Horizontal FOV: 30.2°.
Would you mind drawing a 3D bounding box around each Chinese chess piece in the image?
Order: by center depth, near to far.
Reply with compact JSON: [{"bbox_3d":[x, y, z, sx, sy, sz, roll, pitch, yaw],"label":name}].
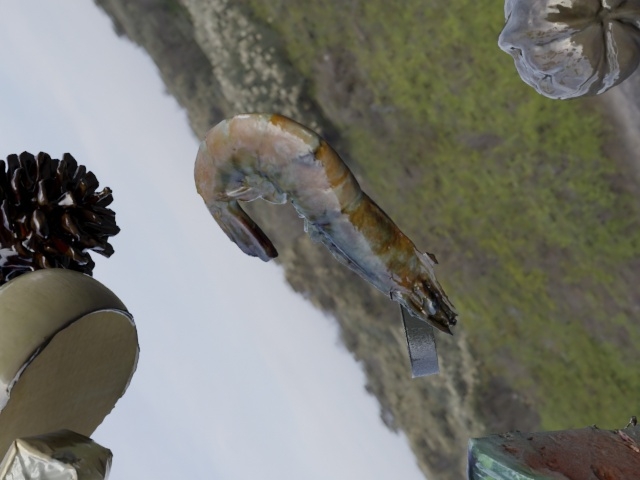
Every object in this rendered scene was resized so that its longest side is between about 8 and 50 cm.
[{"bbox_3d":[-0.321,0.153,1.365,0.103,0.250,0.250,30,169,24],"label":"Chinese chess piece"}]

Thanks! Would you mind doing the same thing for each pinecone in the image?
[{"bbox_3d":[-0.395,-0.002,1.522,0.246,0.292,0.246,-21,-90,-76],"label":"pinecone"}]

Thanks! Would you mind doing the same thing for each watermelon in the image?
[{"bbox_3d":[0.293,0.275,1.260,0.224,0.305,0.180,-42,52,50],"label":"watermelon"}]

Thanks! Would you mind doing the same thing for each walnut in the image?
[{"bbox_3d":[0.339,-0.295,1.611,0.224,0.224,0.224,55,180,0],"label":"walnut"}]

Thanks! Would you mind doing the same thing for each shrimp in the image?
[{"bbox_3d":[0.000,0.000,1.106,0.296,0.169,0.058,47,-133,-19],"label":"shrimp"}]

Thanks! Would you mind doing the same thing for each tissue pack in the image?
[{"bbox_3d":[-0.277,0.279,1.145,0.090,0.186,0.222,23,175,0],"label":"tissue pack"}]

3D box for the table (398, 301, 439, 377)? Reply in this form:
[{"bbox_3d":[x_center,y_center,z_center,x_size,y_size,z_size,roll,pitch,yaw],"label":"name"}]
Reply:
[{"bbox_3d":[0.147,0.138,1.788,0.133,0.043,0.134,-10,-90,-87],"label":"table"}]
